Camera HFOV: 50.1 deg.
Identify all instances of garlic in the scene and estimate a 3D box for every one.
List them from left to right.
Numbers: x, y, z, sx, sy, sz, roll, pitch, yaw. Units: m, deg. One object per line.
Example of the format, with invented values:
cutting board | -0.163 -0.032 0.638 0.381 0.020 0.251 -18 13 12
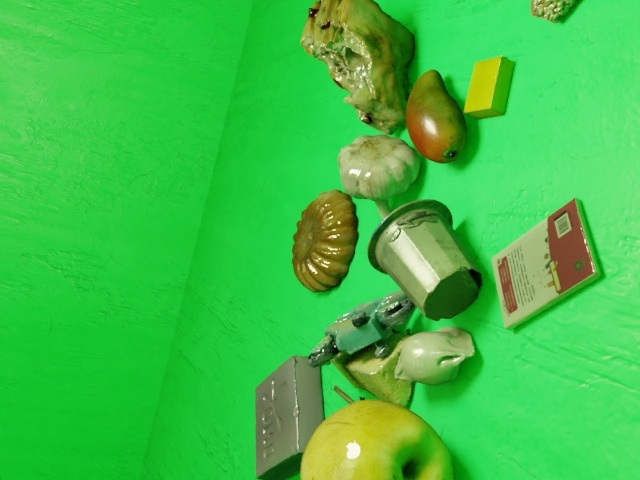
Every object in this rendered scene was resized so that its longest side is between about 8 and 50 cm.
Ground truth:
garlic | 0.150 -0.154 1.773 0.218 0.218 0.212 -113 8 -52

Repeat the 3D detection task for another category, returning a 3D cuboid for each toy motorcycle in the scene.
toy motorcycle | 0.107 0.207 1.633 0.296 0.109 0.198 -31 7 24

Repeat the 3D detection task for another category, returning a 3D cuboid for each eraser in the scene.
eraser | 0.371 -0.336 1.511 0.097 0.045 0.122 6 83 66

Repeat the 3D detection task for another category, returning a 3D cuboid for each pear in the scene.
pear | 0.111 0.469 1.364 0.314 0.314 0.314 -41 42 52

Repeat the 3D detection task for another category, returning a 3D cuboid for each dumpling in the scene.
dumpling | 0.242 0.235 1.448 0.155 0.181 0.111 -61 -35 -51

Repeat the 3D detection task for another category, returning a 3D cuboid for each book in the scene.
book | 0.408 0.047 1.265 0.232 0.022 0.162 -48 35 47

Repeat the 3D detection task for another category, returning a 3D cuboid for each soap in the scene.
soap | -0.092 0.524 2.011 0.285 0.107 0.296 -48 38 44

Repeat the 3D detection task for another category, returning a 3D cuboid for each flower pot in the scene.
flower pot | 0.239 0.050 1.454 0.202 0.212 0.212 54 128 43

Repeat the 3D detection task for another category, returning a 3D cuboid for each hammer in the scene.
hammer | 0.074 0.417 1.808 0.182 0.017 0.062 24 99 66

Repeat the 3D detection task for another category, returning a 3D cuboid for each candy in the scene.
candy | 0.466 -0.493 1.356 0.110 0.085 0.095 117 163 -53

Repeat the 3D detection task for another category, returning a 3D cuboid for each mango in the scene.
mango | 0.266 -0.290 1.621 0.289 0.129 0.146 -92 -4 -55

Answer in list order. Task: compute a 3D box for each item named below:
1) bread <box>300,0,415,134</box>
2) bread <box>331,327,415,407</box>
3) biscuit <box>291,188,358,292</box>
bread | 0.117 -0.499 1.850 0.191 0.314 0.370 -37 40 43
bread | 0.123 0.301 1.662 0.266 0.142 0.178 177 89 -67
biscuit | 0.000 0.000 2.084 0.326 0.107 0.326 -34 49 52
